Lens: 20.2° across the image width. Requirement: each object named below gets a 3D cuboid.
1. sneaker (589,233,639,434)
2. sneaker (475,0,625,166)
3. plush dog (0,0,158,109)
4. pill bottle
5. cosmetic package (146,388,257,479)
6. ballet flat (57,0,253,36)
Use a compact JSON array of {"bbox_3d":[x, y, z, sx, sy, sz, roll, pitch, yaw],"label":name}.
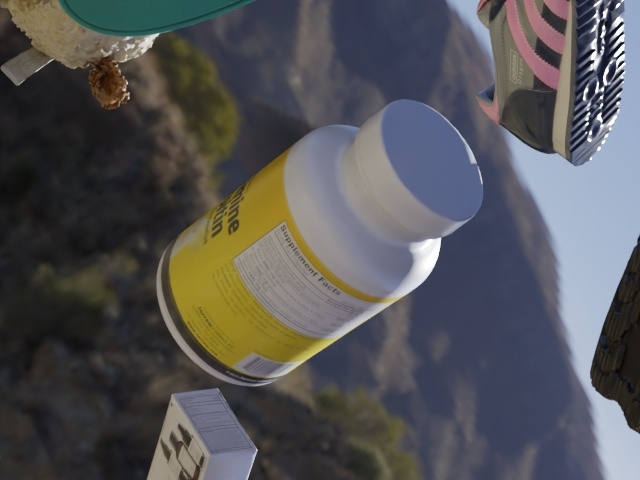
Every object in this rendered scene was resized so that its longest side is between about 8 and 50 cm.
[{"bbox_3d":[0.223,0.064,0.960,0.283,0.124,0.107,-72,-179,-77],"label":"sneaker"},{"bbox_3d":[0.188,-0.218,1.515,0.131,0.112,0.319,25,-51,31],"label":"sneaker"},{"bbox_3d":[-0.205,-0.268,1.671,0.225,0.262,0.210,106,-23,-55],"label":"plush dog"},{"bbox_3d":[0.000,0.000,0.992,0.103,0.184,0.103,27,45,-31],"label":"pill bottle"},{"bbox_3d":[-0.140,0.277,1.873,0.099,0.060,0.239,54,-44,43],"label":"cosmetic package"},{"bbox_3d":[0.004,-0.303,1.245,0.164,0.483,0.182,37,44,-31],"label":"ballet flat"}]
